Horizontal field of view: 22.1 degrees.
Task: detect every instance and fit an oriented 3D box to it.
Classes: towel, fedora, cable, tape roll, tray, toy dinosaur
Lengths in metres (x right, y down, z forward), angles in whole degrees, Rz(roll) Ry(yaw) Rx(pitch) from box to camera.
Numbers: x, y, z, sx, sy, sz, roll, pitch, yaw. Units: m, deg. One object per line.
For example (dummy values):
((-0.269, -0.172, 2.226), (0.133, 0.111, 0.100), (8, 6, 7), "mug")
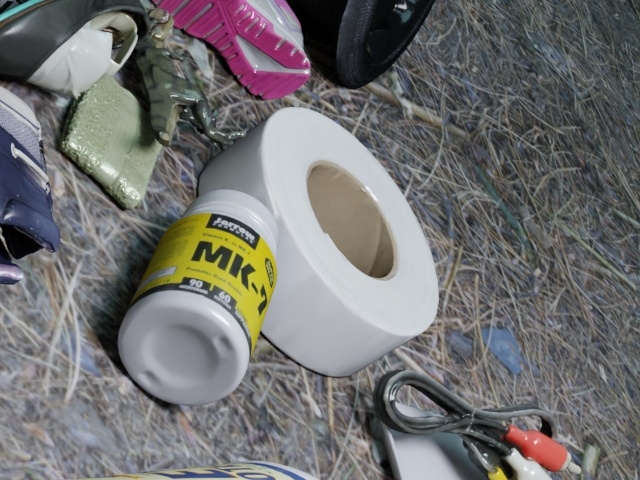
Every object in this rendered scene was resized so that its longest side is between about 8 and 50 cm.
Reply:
((-0.203, -0.103, 1.617), (0.110, 0.027, 0.148), (43, 30, -22), "towel")
((0.057, -0.359, 2.116), (0.152, 0.334, 0.334), (28, 25, 12), "fedora")
((0.181, 0.204, 1.758), (0.287, 0.072, 0.139), (43, 67, -33), "cable")
((0.000, 0.000, 1.754), (0.286, 0.100, 0.286), (39, 33, -31), "tape roll")
((0.153, 0.263, 1.794), (0.270, 0.030, 0.145), (22, 44, -48), "tray")
((-0.143, -0.142, 1.694), (0.118, 0.064, 0.268), (34, 21, -30), "toy dinosaur")

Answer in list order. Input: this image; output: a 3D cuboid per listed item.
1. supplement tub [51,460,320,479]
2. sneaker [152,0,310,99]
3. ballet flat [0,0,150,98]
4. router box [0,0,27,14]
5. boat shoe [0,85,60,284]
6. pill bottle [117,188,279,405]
((-0.121, 0.276, 1.121), (0.325, 0.235, 0.235), (6, 56, -56), "supplement tub")
((-0.110, -0.279, 1.889), (0.252, 0.103, 0.111), (48, 24, -29), "sneaker")
((-0.235, -0.198, 1.586), (0.096, 0.095, 0.280), (47, 29, -3), "ballet flat")
((-0.335, -0.307, 1.602), (0.133, 0.046, 0.179), (40, 31, -27), "router box")
((-0.334, -0.080, 1.269), (0.340, 0.127, 0.158), (24, 34, -47), "boat shoe")
((-0.105, 0.046, 1.517), (0.119, 0.119, 0.208), (46, 29, -18), "pill bottle")
